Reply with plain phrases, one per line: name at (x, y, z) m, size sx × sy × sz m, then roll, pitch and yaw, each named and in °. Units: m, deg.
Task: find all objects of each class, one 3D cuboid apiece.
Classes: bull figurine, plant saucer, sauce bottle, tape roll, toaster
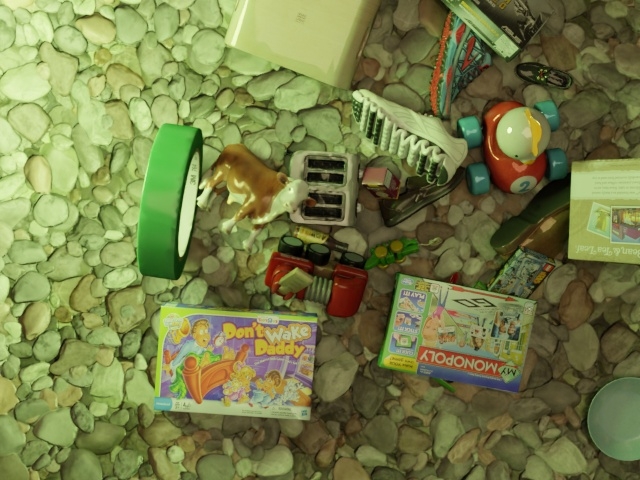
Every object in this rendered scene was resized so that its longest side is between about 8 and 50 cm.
bull figurine at (-0.146, -0.096, 1.828) m, size 0.188 × 0.310 × 0.101 m, roll -48°, pitch 135°, yaw 0°
plant saucer at (0.707, 0.409, 1.981) m, size 0.195 × 0.037 × 0.194 m, roll 0°, pitch 93°, yaw -3°
sauce bottle at (0.000, 0.000, 1.936) m, size 0.128 × 0.042 × 0.042 m, roll 17°, pitch 92°, yaw -5°
tape roll at (-0.308, -0.080, 1.781) m, size 0.077 × 0.321 × 0.321 m, roll 10°, pitch 92°, yaw -2°
toaster at (0.003, -0.117, 1.894) m, size 0.186 × 0.110 × 0.167 m, roll 4°, pitch 91°, yaw -3°

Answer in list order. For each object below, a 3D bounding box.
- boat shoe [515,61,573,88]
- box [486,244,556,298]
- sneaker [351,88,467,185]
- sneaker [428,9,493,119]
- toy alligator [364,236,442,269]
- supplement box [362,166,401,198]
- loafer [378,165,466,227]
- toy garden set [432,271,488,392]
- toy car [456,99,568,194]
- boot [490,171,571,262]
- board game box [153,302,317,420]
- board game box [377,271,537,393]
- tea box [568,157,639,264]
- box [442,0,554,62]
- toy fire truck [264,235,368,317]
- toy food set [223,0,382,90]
boat shoe at (0.507, -0.375, 1.938) m, size 0.133 × 0.042 × 0.048 m, roll 16°, pitch 94°, yaw -1°
box at (0.447, 0.080, 1.918) m, size 0.094 × 0.027 × 0.137 m, roll 22°, pitch 126°, yaw -16°
sneaker at (0.194, -0.244, 1.898) m, size 0.292 × 0.110 × 0.118 m, roll 39°, pitch 65°, yaw 12°
sneaker at (0.321, -0.390, 1.900) m, size 0.125 × 0.104 × 0.261 m, roll 14°, pitch 92°, yaw -5°
toy alligator at (0.178, 0.016, 1.940) m, size 0.190 × 0.056 × 0.051 m, roll -21°, pitch 53°, yaw -1°
supplement box at (0.135, -0.125, 1.880) m, size 0.055 × 0.083 × 0.043 m, roll 4°, pitch 71°, yaw 31°
loafer at (0.224, -0.114, 1.918) m, size 0.220 × 0.080 × 0.078 m, roll -33°, pitch 94°, yaw 0°
toy garden set at (0.296, 0.194, 1.950) m, size 0.204 × 0.049 × 0.244 m, roll 36°, pitch 91°, yaw -3°
toy car at (0.432, -0.204, 1.844) m, size 0.219 × 0.238 × 0.210 m, roll -11°, pitch 93°, yaw -1°
boot at (0.532, -0.048, 1.936) m, size 0.305 × 0.112 × 0.115 m, roll -40°, pitch 113°, yaw 4°
board game box at (-0.188, 0.269, 1.921) m, size 0.348 × 0.078 × 0.233 m, roll 4°, pitch 92°, yaw -2°
board game box at (0.304, 0.205, 1.906) m, size 0.318 × 0.046 × 0.213 m, roll 11°, pitch 91°, yaw -5°
tea box at (0.745, -0.055, 1.765) m, size 0.324 × 0.329 × 0.219 m, roll 0°, pitch 93°, yaw -33°
box at (0.381, -0.524, 1.875) m, size 0.231 × 0.056 × 0.183 m, roll 44°, pitch 57°, yaw -3°
toy fire truck at (-0.009, 0.090, 1.817) m, size 0.217 × 0.246 × 0.158 m, roll 15°, pitch 114°, yaw -3°
toy food set at (-0.041, -0.489, 1.900) m, size 0.306 × 0.092 × 0.219 m, roll 21°, pitch 103°, yaw -2°
